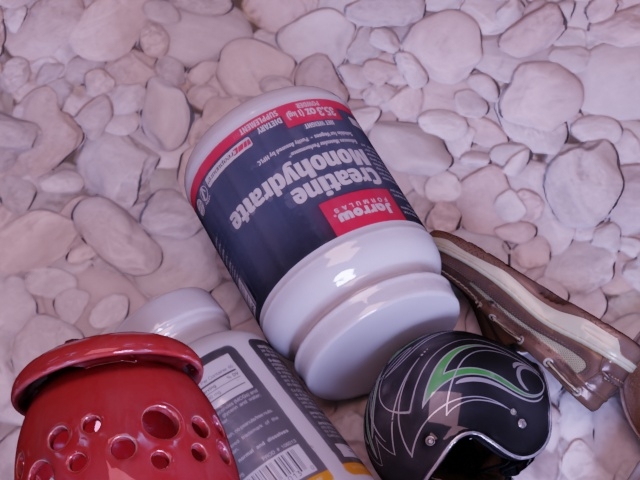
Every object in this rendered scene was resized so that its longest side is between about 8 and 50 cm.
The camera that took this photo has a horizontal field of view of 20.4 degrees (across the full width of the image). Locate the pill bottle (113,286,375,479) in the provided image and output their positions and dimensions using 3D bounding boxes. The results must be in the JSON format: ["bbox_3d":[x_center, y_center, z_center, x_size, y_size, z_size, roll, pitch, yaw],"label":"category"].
[{"bbox_3d":[-0.080,0.186,1.669,0.162,0.162,0.278,-31,62,-16],"label":"pill bottle"}]

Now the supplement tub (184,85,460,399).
[{"bbox_3d":[0.000,0.000,1.759,0.191,0.191,0.272,-25,61,-13],"label":"supplement tub"}]

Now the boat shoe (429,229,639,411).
[{"bbox_3d":[0.189,0.081,1.765,0.257,0.095,0.095,32,92,33],"label":"boat shoe"}]

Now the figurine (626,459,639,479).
[{"bbox_3d":[0.302,0.328,1.619,0.209,0.092,0.215,-34,63,-13],"label":"figurine"}]

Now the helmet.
[{"bbox_3d":[0.121,0.168,1.674,0.161,0.169,0.169,9,58,-12],"label":"helmet"}]

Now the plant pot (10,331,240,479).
[{"bbox_3d":[-0.168,0.180,1.519,0.191,0.191,0.174,-9,67,-4],"label":"plant pot"}]

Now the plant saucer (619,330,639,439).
[{"bbox_3d":[0.391,0.154,1.746,0.198,0.036,0.199,-1,58,1],"label":"plant saucer"}]
